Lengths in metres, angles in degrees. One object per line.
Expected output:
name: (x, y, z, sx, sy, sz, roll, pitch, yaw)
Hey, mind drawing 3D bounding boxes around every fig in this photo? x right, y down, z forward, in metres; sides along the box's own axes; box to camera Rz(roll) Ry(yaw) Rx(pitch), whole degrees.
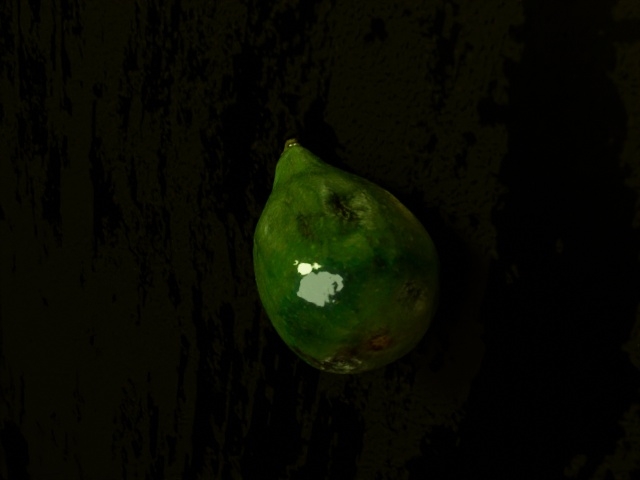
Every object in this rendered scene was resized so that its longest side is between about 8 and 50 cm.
fig: (0.000, 0.000, 0.667, 0.177, 0.117, 0.117, 55, 143, 32)
